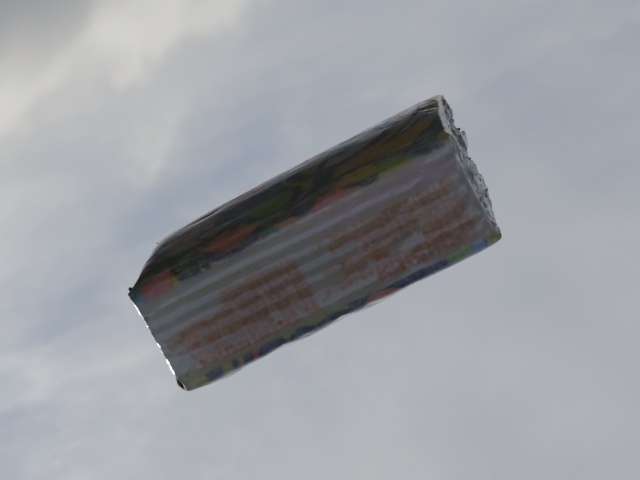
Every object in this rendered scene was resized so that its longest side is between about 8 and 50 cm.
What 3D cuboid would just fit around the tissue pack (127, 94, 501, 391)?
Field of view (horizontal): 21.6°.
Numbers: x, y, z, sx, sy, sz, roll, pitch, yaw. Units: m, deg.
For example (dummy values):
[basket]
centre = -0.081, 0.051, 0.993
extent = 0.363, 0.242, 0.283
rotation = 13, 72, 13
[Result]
[tissue pack]
centre = 0.000, 0.000, 0.404
extent = 0.083, 0.035, 0.063
rotation = -28, -169, 9
